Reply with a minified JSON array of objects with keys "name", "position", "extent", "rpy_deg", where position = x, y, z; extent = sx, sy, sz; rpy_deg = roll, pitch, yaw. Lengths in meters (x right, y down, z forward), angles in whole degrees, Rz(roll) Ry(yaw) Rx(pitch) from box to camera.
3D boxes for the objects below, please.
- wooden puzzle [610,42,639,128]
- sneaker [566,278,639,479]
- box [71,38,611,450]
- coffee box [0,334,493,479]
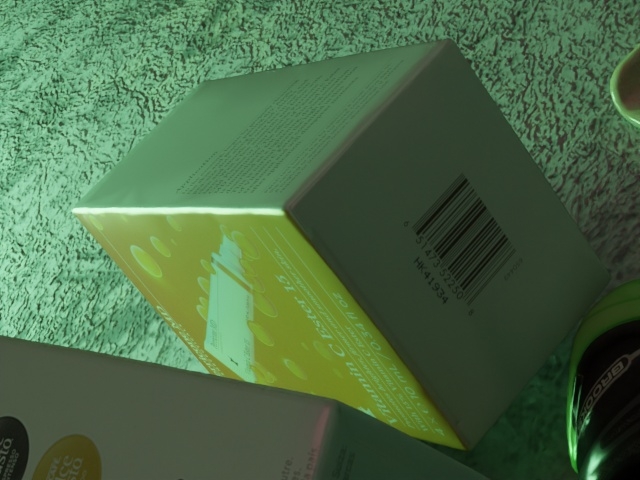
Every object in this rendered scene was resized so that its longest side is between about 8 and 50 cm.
[{"name":"wooden puzzle","position":[0.425,-0.163,0.979],"extent":[0.322,0.080,0.348],"rpy_deg":[-44,42,-2]},{"name":"sneaker","position":[0.353,0.130,0.743],"extent":[0.483,0.185,0.202],"rpy_deg":[-5,60,46]},{"name":"box","position":[0.000,0.000,0.980],"extent":[0.168,0.215,0.345],"rpy_deg":[-47,23,-22]},{"name":"coffee box","position":[-0.066,0.270,0.754],"extent":[0.334,0.338,0.337],"rpy_deg":[6,73,41]}]
